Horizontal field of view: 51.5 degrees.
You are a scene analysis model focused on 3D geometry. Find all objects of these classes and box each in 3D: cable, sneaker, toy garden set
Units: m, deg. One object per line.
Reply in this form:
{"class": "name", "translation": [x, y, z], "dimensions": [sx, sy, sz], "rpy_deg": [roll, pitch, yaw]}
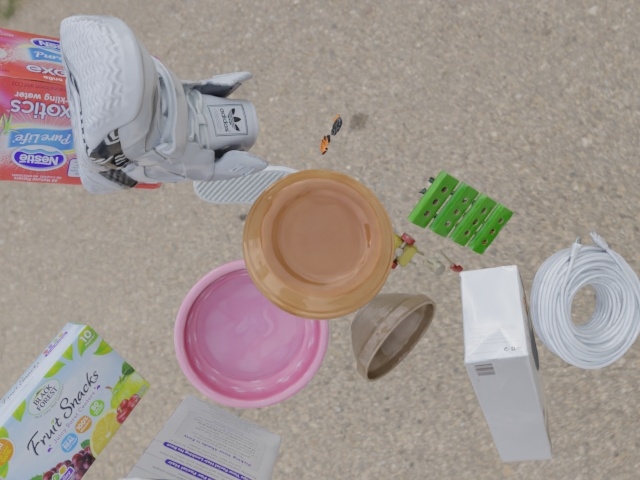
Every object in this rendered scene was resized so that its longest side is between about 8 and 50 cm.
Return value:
{"class": "cable", "translation": [0.565, 0.138, 1.415], "dimensions": [0.257, 0.257, 0.089], "rpy_deg": [-55, 16, -7]}
{"class": "sneaker", "translation": [-0.113, -0.133, 1.408], "dimensions": [0.281, 0.161, 0.102], "rpy_deg": [11, 114, 1]}
{"class": "sneaker", "translation": [-0.155, -0.139, 0.704], "dimensions": [0.366, 0.210, 0.138], "rpy_deg": [162, 98, -71]}
{"class": "toy garden set", "translation": [0.238, -0.019, 1.284], "dimensions": [0.204, 0.244, 0.049], "rpy_deg": [-55, 45, 14]}

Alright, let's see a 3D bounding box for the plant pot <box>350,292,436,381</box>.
{"class": "plant pot", "translation": [0.147, 0.198, 1.513], "dimensions": [0.109, 0.237, 0.237], "rpy_deg": [41, 106, 25]}

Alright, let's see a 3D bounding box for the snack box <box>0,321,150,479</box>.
{"class": "snack box", "translation": [-0.238, 0.160, 0.612], "dimensions": [0.037, 0.100, 0.141], "rpy_deg": [1, 47, 42]}

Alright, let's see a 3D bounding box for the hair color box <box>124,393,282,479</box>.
{"class": "hair color box", "translation": [-0.176, 0.365, 0.979], "dimensions": [0.185, 0.339, 0.110], "rpy_deg": [24, 97, 1]}

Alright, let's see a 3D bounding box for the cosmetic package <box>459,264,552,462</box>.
{"class": "cosmetic package", "translation": [0.193, 0.134, 0.677], "dimensions": [0.060, 0.239, 0.099], "rpy_deg": [-11, 49, 17]}

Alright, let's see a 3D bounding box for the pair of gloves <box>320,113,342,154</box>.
{"class": "pair of gloves", "translation": [0.023, -0.225, 1.414], "dimensions": [0.083, 0.010, 0.074], "rpy_deg": [-55, 19, 26]}

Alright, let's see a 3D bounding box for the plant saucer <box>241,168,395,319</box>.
{"class": "plant saucer", "translation": [0.000, 0.000, 0.847], "dimensions": [0.199, 0.037, 0.200], "rpy_deg": [2, 76, -6]}

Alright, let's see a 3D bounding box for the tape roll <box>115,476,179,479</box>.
{"class": "tape roll", "translation": [-0.159, 0.374, 0.627], "dimensions": [0.286, 0.100, 0.287], "rpy_deg": [-21, 57, 38]}

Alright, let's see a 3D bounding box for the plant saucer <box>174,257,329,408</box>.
{"class": "plant saucer", "translation": [-0.149, 0.197, 1.447], "dimensions": [0.084, 0.331, 0.333], "rpy_deg": [-141, 69, -76]}

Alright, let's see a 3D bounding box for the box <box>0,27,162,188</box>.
{"class": "box", "translation": [-0.355, -0.173, 0.882], "dimensions": [0.142, 0.299, 0.154], "rpy_deg": [56, 134, 41]}
